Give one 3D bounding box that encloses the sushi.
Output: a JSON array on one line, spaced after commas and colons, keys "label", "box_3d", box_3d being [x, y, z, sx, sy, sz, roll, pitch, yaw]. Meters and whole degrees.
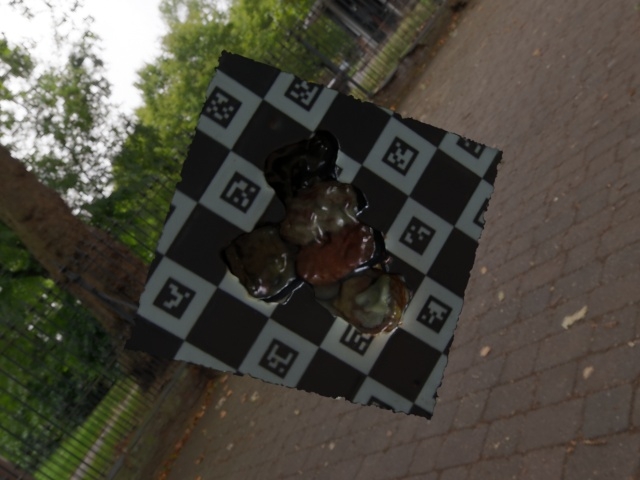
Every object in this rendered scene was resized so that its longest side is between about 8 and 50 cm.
[{"label": "sushi", "box_3d": [0.000, 0.000, 0.683, 0.069, 0.339, 0.320, -176, 102, -78]}]
